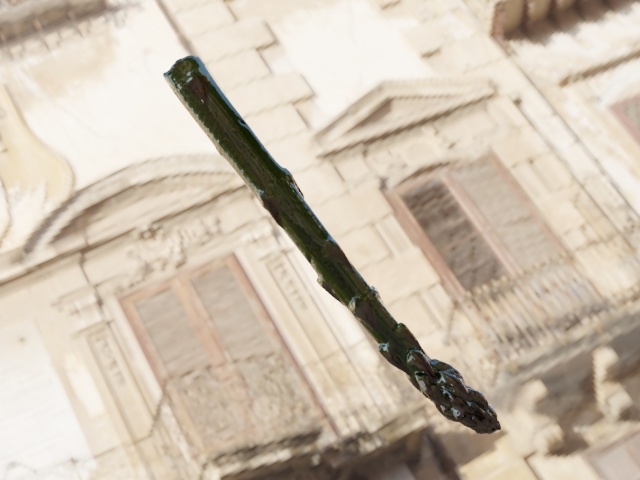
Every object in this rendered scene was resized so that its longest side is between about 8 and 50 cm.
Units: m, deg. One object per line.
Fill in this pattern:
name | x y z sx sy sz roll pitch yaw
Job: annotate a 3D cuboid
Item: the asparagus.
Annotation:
asparagus | 0.000 0.000 0.600 0.024 0.248 0.025 -29 -21 -29
